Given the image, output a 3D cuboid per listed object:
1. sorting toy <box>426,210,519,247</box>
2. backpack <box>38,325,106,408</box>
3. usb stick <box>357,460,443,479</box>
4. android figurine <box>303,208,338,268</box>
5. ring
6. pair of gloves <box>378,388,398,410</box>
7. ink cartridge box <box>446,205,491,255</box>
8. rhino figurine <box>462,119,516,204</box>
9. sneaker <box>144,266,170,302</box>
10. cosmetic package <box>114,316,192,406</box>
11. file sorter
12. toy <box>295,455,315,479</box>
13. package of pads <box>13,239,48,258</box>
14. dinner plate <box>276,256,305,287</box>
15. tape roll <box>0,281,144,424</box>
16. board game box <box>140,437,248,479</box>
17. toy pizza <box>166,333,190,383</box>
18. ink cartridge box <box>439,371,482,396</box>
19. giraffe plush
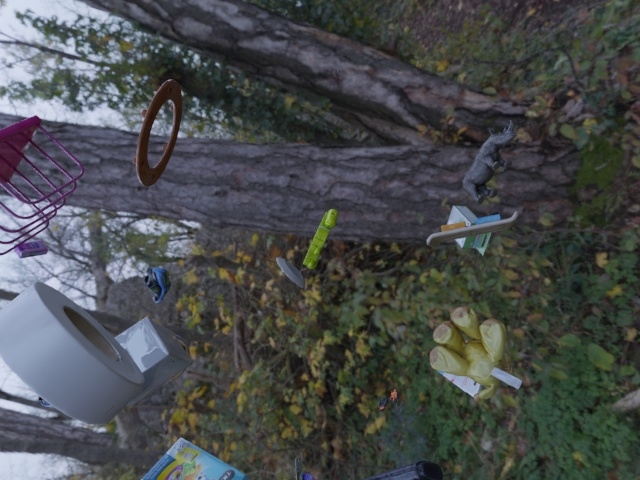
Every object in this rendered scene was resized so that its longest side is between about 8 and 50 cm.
[{"bbox_3d":[0.368,-0.029,1.066,0.193,0.208,0.038,10,-115,-69],"label":"sorting toy"},{"bbox_3d":[-0.859,0.489,1.577,0.276,0.263,0.213,-99,-13,-45],"label":"backpack"},{"bbox_3d":[0.135,0.518,0.927,0.278,0.077,0.045,-42,33,38],"label":"usb stick"},{"bbox_3d":[0.000,0.000,1.683,0.273,0.056,0.248,-69,2,-58],"label":"android figurine"},{"bbox_3d":[-0.503,-0.331,1.354,0.336,0.032,0.336,-162,90,-84],"label":"ring"},{"bbox_3d":[0.242,0.571,1.560,0.083,0.010,0.074,-37,6,14],"label":"pair of gloves"},{"bbox_3d":[0.565,-0.041,1.683,0.209,0.062,0.109,-109,24,-57],"label":"ink cartridge box"},{"bbox_3d":[0.489,-0.231,1.262,0.106,0.073,0.243,53,129,55],"label":"rhino figurine"},{"bbox_3d":[-0.567,0.149,1.513,0.188,0.078,0.067,110,-179,-49],"label":"sneaker"},{"bbox_3d":[-0.536,0.366,1.292,0.224,0.138,0.224,-35,-18,-12],"label":"cosmetic package"},{"bbox_3d":[-0.754,-0.122,1.080,0.291,0.182,0.202,-32,18,36],"label":"file sorter"},{"bbox_3d":[-0.037,0.795,1.346,0.137,0.056,0.237,83,-178,-67],"label":"toy"},{"bbox_3d":[-0.937,0.028,1.416,0.083,0.050,0.032,-16,-38,-55],"label":"package of pads"},{"bbox_3d":[-0.096,0.105,1.494,0.017,0.141,0.141,-42,7,7],"label":"dinner plate"},{"bbox_3d":[-0.473,0.213,0.834,0.100,0.286,0.286,-45,-8,-18],"label":"tape roll"},{"bbox_3d":[-0.443,0.845,1.469,0.254,0.336,0.079,-44,-49,-43],"label":"board game box"},{"bbox_3d":[-0.597,0.452,1.663,0.032,0.201,0.201,9,83,63],"label":"toy pizza"},{"bbox_3d":[0.457,0.405,1.373,0.181,0.062,0.104,28,105,64],"label":"ink cartridge box"},{"bbox_3d":[0.378,0.270,1.029,0.181,0.210,0.170,-50,-31,7],"label":"giraffe plush"}]
